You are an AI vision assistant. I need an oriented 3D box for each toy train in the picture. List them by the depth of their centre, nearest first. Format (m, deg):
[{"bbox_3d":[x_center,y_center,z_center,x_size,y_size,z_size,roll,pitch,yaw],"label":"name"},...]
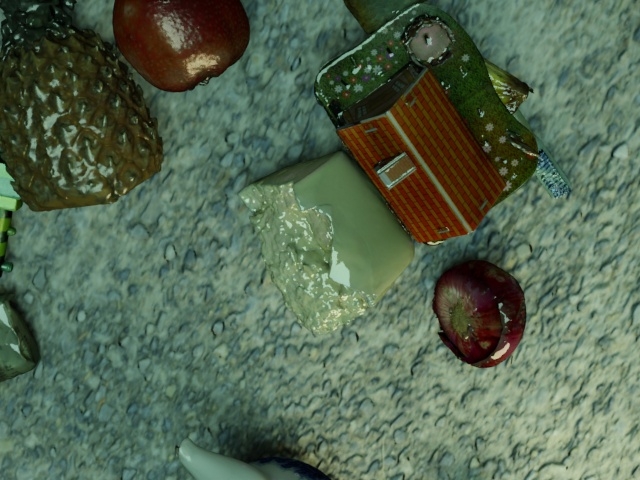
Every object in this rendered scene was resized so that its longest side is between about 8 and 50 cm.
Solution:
[{"bbox_3d":[-0.468,-0.029,1.572,0.132,0.083,0.200,12,108,-7],"label":"toy train"}]

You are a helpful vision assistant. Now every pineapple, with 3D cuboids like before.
[{"bbox_3d":[-0.339,-0.215,1.462,0.202,0.202,0.362,-20,99,6],"label":"pineapple"},{"bbox_3d":[0.223,-0.186,1.533,0.116,0.069,0.137,-7,113,11],"label":"pineapple"}]

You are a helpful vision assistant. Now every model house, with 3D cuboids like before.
[{"bbox_3d":[0.148,-0.122,1.430,0.207,0.154,0.294,-34,113,8],"label":"model house"}]

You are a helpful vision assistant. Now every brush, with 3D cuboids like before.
[{"bbox_3d":[0.283,-0.128,1.574,0.033,0.030,0.178,-32,105,19],"label":"brush"}]

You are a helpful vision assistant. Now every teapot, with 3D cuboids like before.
[{"bbox_3d":[-0.092,0.429,1.649,0.280,0.252,0.424,10,137,31],"label":"teapot"}]

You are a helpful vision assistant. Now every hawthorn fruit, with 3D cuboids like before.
[{"bbox_3d":[-0.182,-0.283,1.458,0.169,0.169,0.188,-22,105,6],"label":"hawthorn fruit"}]

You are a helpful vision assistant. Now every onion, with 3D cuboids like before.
[{"bbox_3d":[0.239,0.096,1.612,0.140,0.150,0.150,-9,113,-39],"label":"onion"}]

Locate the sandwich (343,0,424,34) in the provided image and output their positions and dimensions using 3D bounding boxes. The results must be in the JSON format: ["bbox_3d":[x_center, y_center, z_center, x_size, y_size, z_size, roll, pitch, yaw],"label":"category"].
[{"bbox_3d":[0.083,-0.418,1.344,0.262,0.131,0.325,-35,147,9],"label":"sandwich"}]

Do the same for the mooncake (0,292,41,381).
[{"bbox_3d":[-0.468,0.141,1.628,0.125,0.073,0.130,-16,105,8],"label":"mooncake"}]

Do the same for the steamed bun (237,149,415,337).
[{"bbox_3d":[0.000,0.000,1.538,0.200,0.170,0.225,-35,103,12],"label":"steamed bun"}]
